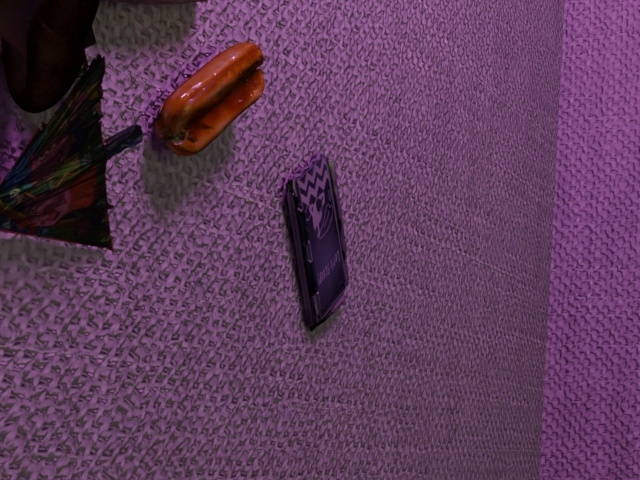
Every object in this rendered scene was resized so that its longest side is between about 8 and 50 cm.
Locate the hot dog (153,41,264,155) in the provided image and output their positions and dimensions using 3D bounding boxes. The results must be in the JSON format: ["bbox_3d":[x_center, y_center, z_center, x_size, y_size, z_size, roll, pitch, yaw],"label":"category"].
[{"bbox_3d":[-0.153,-0.200,1.642,0.249,0.068,0.100,-48,145,-49],"label":"hot dog"}]

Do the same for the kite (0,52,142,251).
[{"bbox_3d":[-0.293,-0.064,1.337,0.234,0.016,0.321,-34,150,-31],"label":"kite"}]

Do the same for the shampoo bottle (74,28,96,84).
[{"bbox_3d":[-0.302,-0.267,1.358,0.068,0.067,0.236,-34,121,-46],"label":"shampoo bottle"}]

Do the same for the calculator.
[{"bbox_3d":[-0.001,0.000,1.986,0.166,0.028,0.274,-44,130,-58],"label":"calculator"}]

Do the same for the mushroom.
[{"bbox_3d":[-0.350,-0.238,1.216,0.218,0.148,0.227,-4,127,-35],"label":"mushroom"}]

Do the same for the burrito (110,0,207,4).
[{"bbox_3d":[-0.212,-0.348,1.534,0.275,0.059,0.082,-23,115,-60],"label":"burrito"}]
